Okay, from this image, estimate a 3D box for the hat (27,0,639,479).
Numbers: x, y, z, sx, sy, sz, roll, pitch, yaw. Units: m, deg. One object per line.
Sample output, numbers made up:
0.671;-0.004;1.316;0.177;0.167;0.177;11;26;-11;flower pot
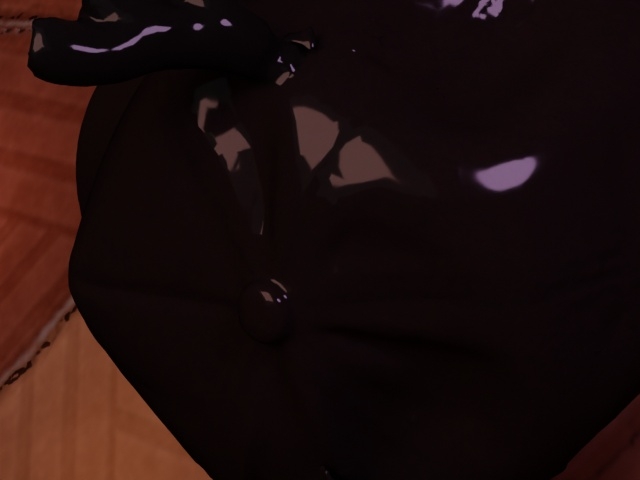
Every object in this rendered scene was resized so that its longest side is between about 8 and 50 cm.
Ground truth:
-0.032;0.004;0.657;0.336;0.209;0.238;6;107;43;hat
